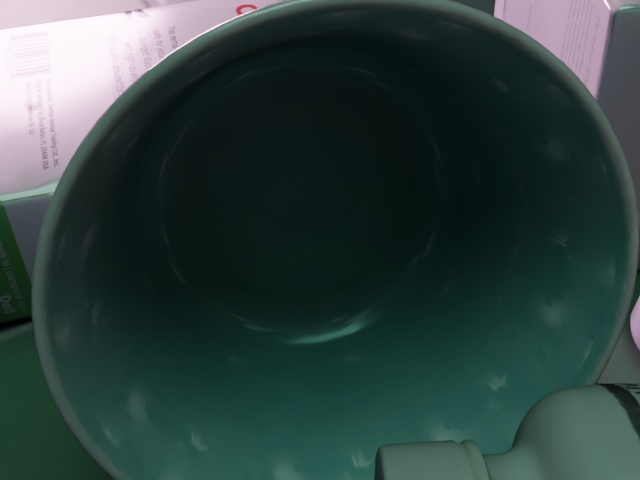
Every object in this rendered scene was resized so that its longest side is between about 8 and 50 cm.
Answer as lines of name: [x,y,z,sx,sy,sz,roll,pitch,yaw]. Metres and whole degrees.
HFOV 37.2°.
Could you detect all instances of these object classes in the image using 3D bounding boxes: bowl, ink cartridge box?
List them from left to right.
ink cartridge box: [-0.146,-0.069,0.712,0.289,0.121,0.211,-11,45,-9]
bowl: [0.000,0.000,0.548,0.311,0.311,0.163,-10,26,-9]

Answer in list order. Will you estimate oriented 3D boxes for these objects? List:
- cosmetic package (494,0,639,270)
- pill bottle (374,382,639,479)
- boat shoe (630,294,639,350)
cosmetic package: [0.220,-0.132,0.691,0.138,0.224,0.224,-5,45,-3]
pill bottle: [0.187,0.152,0.438,0.318,0.176,0.176,-2,45,0]
boat shoe: [0.359,0.037,0.600,0.306,0.105,0.113,4,45,6]
